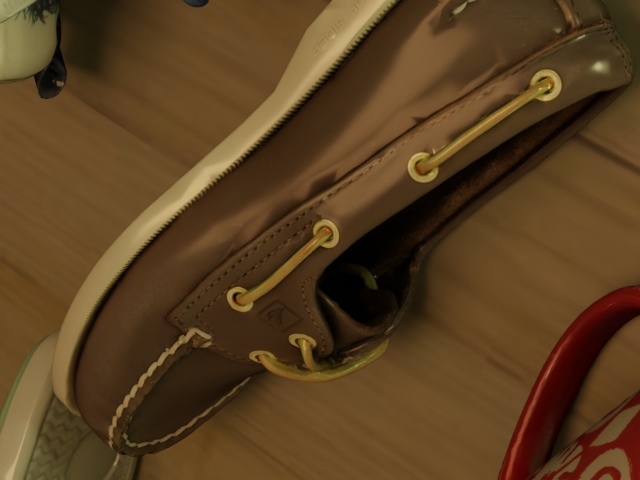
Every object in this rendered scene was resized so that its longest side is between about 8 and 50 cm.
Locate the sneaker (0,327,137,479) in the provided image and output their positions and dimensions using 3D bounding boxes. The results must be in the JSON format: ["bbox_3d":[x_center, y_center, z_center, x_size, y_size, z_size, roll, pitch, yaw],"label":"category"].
[{"bbox_3d":[-0.188,0.136,0.946,0.151,0.094,0.256,31,116,32],"label":"sneaker"}]

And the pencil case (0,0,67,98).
[{"bbox_3d":[-0.129,-0.257,0.774,0.183,0.160,0.410,44,123,32],"label":"pencil case"}]

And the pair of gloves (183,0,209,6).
[{"bbox_3d":[-0.015,-0.177,0.738,0.198,0.023,0.159,8,85,56],"label":"pair of gloves"}]

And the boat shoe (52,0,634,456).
[{"bbox_3d":[0.000,0.000,0.763,0.324,0.116,0.097,-47,68,28],"label":"boat shoe"}]

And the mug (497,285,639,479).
[{"bbox_3d":[0.125,0.115,0.715,0.113,0.150,0.169,34,131,-15],"label":"mug"}]
